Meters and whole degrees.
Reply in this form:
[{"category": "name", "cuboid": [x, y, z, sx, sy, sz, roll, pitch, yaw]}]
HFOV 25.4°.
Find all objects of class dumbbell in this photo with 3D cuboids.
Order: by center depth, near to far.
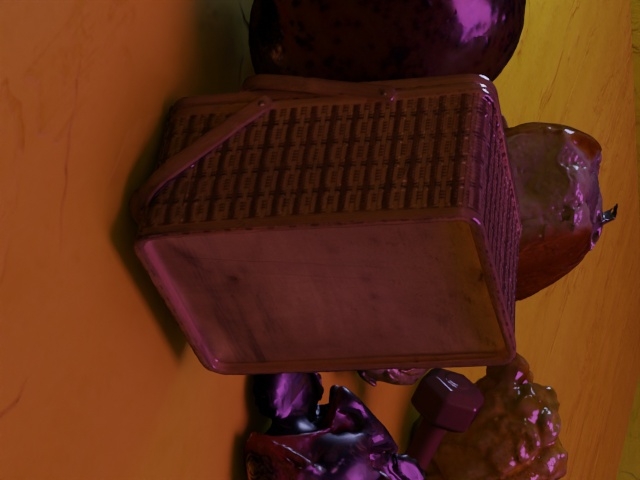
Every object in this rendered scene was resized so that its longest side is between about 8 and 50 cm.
[{"category": "dumbbell", "cuboid": [0.128, 0.273, 1.830, 0.082, 0.092, 0.231, 3, 121, -45]}]

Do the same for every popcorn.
[{"category": "popcorn", "cuboid": [0.247, 0.300, 2.058, 0.250, 0.235, 0.241, 98, 10, -50]}]

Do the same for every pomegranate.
[{"category": "pomegranate", "cuboid": [0.029, -0.257, 1.343, 0.340, 0.285, 0.285, 49, 34, -7]}]

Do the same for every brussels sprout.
[{"category": "brussels sprout", "cuboid": [0.081, 0.113, 1.766, 0.181, 0.100, 0.139, -7, 97, -57]}]

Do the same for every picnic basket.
[{"category": "picnic basket", "cuboid": [0.012, -0.015, 1.260, 0.228, 0.313, 0.175, 68, 24, -49]}]

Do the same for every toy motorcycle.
[{"category": "toy motorcycle", "cuboid": [0.043, 0.302, 1.546, 0.401, 0.134, 0.207, 46, 52, -29]}]

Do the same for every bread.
[{"category": "bread", "cuboid": [0.275, -0.039, 2.003, 0.250, 0.279, 0.225, 44, 34, -64]}]

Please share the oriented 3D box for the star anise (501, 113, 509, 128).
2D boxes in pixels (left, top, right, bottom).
[{"category": "star anise", "cuboid": [0.259, -0.123, 2.293, 0.227, 0.218, 0.148, -48, -126, 52]}]
